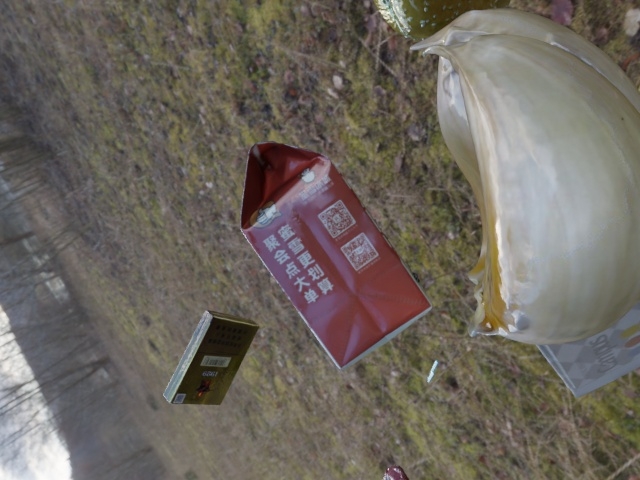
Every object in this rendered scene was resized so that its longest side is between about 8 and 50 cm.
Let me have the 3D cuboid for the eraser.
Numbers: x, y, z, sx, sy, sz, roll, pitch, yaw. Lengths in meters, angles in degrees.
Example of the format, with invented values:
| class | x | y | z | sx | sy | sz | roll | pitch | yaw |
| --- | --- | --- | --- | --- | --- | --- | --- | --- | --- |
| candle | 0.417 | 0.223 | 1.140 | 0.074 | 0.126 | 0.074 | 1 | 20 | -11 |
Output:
| class | x | y | z | sx | sy | sz | roll | pitch | yaw |
| --- | --- | --- | --- | --- | --- | --- | --- | --- | --- |
| eraser | 0.443 | 0.120 | 0.814 | 0.397 | 0.213 | 0.082 | 43 | -161 | -44 |

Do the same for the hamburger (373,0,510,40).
| class | x | y | z | sx | sy | sz | roll | pitch | yaw |
| --- | --- | --- | --- | --- | --- | --- | --- | --- | --- |
| hamburger | 0.167 | -0.376 | 0.711 | 0.122 | 0.215 | 0.190 | -129 | 34 | -55 |

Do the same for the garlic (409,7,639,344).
| class | x | y | z | sx | sy | sz | roll | pitch | yaw |
| --- | --- | --- | --- | --- | --- | --- | --- | --- | --- |
| garlic | 0.198 | -0.064 | 0.480 | 0.249 | 0.286 | 0.313 | 9 | 111 | 49 |

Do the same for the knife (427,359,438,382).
| class | x | y | z | sx | sy | sz | roll | pitch | yaw |
| --- | --- | --- | --- | --- | --- | --- | --- | --- | --- |
| knife | 0.274 | 0.320 | 1.245 | 0.091 | 0.005 | 0.014 | 99 | 150 | -43 |

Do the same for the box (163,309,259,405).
| class | x | y | z | sx | sy | sz | roll | pitch | yaw |
| --- | --- | --- | --- | --- | --- | --- | --- | --- | --- |
| box | -0.148 | 0.164 | 0.706 | 0.090 | 0.133 | 0.023 | 22 | -174 | -46 |

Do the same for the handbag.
| class | x | y | z | sx | sy | sz | roll | pitch | yaw |
| --- | --- | --- | --- | --- | --- | --- | --- | --- | --- |
| handbag | 0.000 | 0.000 | 0.680 | 0.298 | 0.151 | 0.171 | 53 | -175 | 0 |

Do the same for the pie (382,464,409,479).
| class | x | y | z | sx | sy | sz | roll | pitch | yaw |
| --- | --- | --- | --- | --- | --- | --- | --- | --- | --- |
| pie | 0.206 | 0.677 | 1.323 | 0.182 | 0.049 | 0.183 | 177 | 90 | -80 |
